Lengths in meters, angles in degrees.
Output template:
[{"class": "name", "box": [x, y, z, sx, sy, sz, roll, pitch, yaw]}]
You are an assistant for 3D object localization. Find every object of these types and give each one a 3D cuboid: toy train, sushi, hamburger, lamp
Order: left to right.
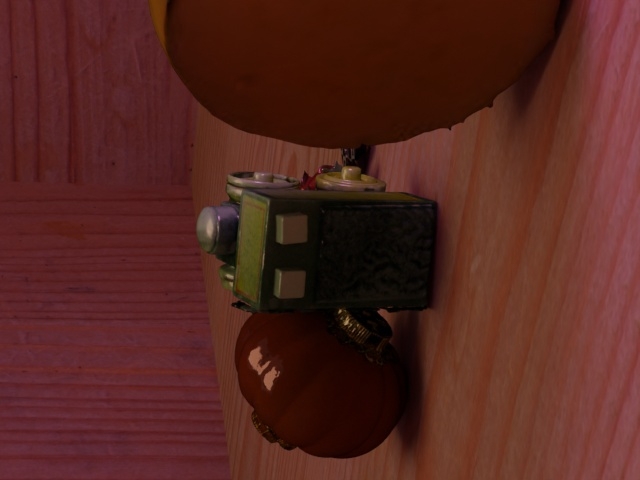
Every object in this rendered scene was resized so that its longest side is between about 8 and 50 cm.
[{"class": "toy train", "box": [0.000, 0.000, 1.770, 0.188, 0.272, 0.159, 24, 111, 60]}, {"class": "lamp", "box": [0.000, 0.161, 1.862, 0.196, 0.223, 0.223, -50, 26, 19]}, {"class": "hamburger", "box": [0.020, -0.287, 1.380, 0.396, 0.396, 0.277, 107, 160, -55]}, {"class": "sushi", "box": [0.048, -0.144, 2.139, 0.126, 0.026, 0.120, 102, 163, -62]}]

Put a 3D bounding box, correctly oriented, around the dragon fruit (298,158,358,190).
[{"class": "dragon fruit", "box": [0.013, -0.042, 2.080, 0.142, 0.121, 0.130, 28, 153, 50]}]
